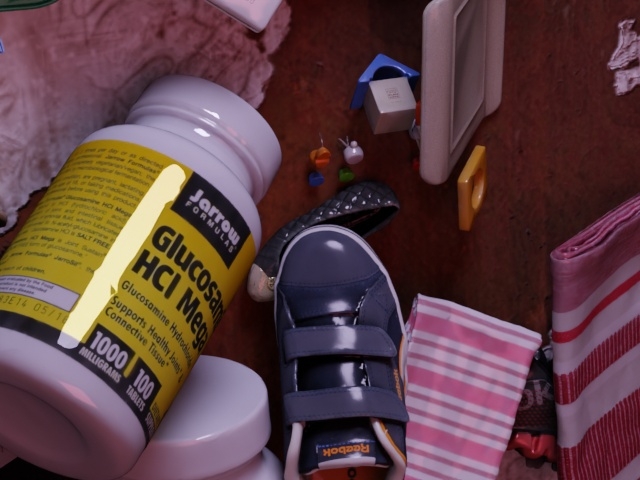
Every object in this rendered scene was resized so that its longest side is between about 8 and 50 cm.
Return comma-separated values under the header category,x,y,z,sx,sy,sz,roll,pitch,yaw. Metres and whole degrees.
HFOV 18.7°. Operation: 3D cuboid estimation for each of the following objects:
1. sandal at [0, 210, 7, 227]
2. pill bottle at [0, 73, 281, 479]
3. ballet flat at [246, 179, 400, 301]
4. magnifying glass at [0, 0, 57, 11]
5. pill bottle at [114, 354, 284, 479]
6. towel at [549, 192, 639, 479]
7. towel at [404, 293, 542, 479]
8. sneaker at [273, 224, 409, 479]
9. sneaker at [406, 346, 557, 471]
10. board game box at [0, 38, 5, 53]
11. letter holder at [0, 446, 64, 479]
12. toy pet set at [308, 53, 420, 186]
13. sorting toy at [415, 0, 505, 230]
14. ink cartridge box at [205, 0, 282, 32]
category,x,y,z,sx,sy,sz,roll,pitch,yaw
sandal,-0.358,-0.080,1.663,0.240,0.088,0.079,21,73,-42
pill bottle,-0.167,0.024,1.665,0.188,0.188,0.334,49,55,-31
ballet flat,0.000,0.000,1.871,0.173,0.049,0.057,-38,120,-5
magnifying glass,-0.304,-0.214,1.667,0.231,0.026,0.092,-32,120,-11
pill bottle,-0.124,0.309,1.849,0.210,0.210,0.363,-11,115,-19
towel,0.314,0.121,2.005,0.237,0.037,0.329,-30,124,-43
towel,0.129,0.164,1.899,0.144,0.029,0.197,18,91,-20
sneaker,0.023,0.145,1.800,0.126,0.127,0.321,-8,91,4
sneaker,0.158,0.153,1.976,0.276,0.097,0.135,8,105,-27
board game box,-0.386,-0.203,1.606,0.211,0.039,0.160,-17,108,-12
letter holder,-0.360,0.218,1.742,0.152,0.214,0.302,-34,112,-44
toy pet set,0.046,-0.117,1.852,0.122,0.065,0.114,-9,149,-17
sorting toy,0.122,-0.168,1.807,0.047,0.196,0.348,9,118,19
ink cartridge box,-0.121,-0.338,1.619,0.283,0.117,0.207,31,96,-21
